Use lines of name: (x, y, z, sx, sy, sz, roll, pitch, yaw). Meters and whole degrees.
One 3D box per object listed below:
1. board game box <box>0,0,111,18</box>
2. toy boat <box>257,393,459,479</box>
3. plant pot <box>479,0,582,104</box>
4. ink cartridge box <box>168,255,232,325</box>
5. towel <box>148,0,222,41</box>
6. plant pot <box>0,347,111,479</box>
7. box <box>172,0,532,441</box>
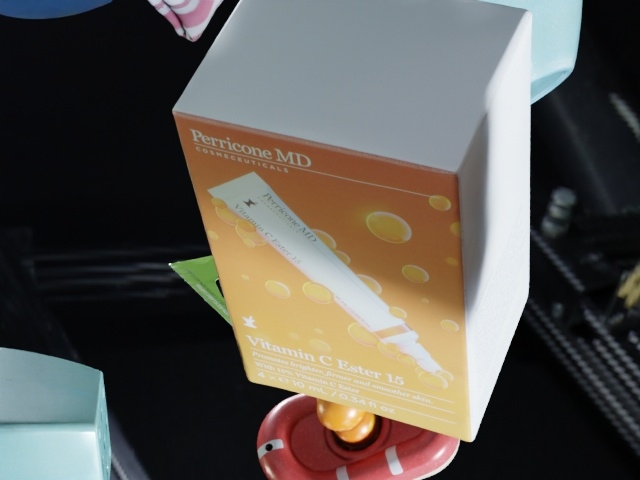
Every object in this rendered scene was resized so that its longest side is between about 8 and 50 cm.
board game box: (-0.215, -0.244, 1.094, 0.133, 0.168, 0.033, -2, -115, -36)
toy boat: (0.034, 0.203, 1.488, 0.231, 0.151, 0.151, -23, -128, 8)
plant pot: (0.121, -0.203, 1.196, 0.290, 0.290, 0.195, -25, -99, -31)
ink cartridge box: (0.000, 0.000, 1.347, 0.255, 0.097, 0.189, -12, -149, -30)
towel: (-0.052, -0.189, 0.645, 0.029, 0.197, 0.144, 34, -94, 19)
plant pot: (-0.322, 0.202, 1.262, 0.234, 0.166, 0.165, -3, -154, -5)
box: (0.042, -0.020, 1.051, 0.215, 0.345, 0.168, 13, -126, 19)
